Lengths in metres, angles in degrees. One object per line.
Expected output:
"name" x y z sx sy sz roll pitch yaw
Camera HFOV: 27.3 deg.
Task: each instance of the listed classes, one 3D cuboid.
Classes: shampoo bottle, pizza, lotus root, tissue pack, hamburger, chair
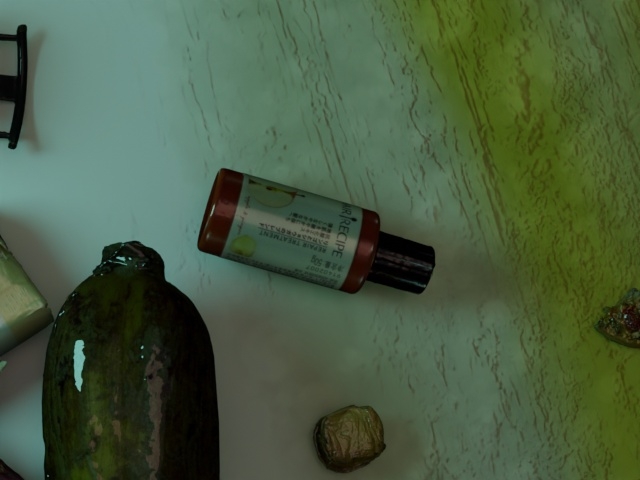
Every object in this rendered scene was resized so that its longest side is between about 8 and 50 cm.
"shampoo bottle" 0.000 0.000 1.564 0.278 0.104 0.104 16 77 -9
"pizza" 0.390 0.095 1.667 0.083 0.025 0.078 14 79 -8
"lotus root" -0.205 0.200 1.443 0.196 0.179 0.397 0 80 -14
"tissue pack" -0.435 0.074 1.467 0.222 0.090 0.186 -33 86 -16
"hamburger" 0.034 0.234 1.557 0.083 0.044 0.076 -10 80 -15
"chair" -0.469 -0.197 1.492 0.260 0.141 0.154 3 79 -8

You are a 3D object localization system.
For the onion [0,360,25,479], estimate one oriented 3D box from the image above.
"onion" -0.406 0.302 1.332 0.256 0.230 0.272 -9 108 -26
